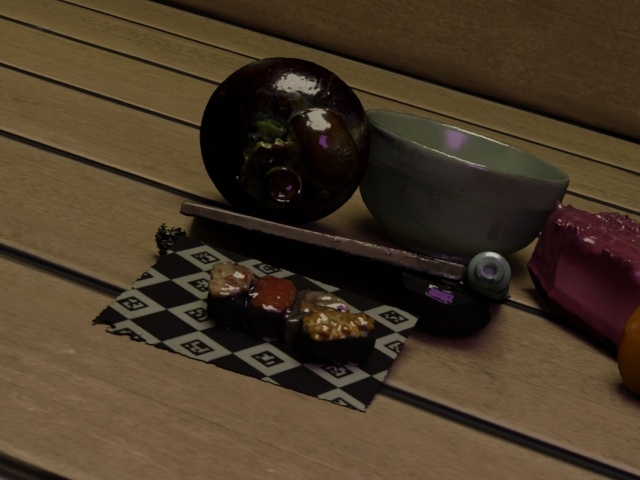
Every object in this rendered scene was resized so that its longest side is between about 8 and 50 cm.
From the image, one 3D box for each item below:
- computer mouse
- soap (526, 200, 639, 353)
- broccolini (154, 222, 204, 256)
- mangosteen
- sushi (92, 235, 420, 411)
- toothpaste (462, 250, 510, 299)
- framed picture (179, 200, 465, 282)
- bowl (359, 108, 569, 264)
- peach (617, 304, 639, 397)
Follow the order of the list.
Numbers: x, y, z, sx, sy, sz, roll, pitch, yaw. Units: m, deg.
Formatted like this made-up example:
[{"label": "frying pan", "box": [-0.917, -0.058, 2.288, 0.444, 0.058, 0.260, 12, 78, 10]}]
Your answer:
[{"label": "computer mouse", "box": [0.144, 0.078, 1.620, 0.099, 0.057, 0.172, 18, 2, 24]}, {"label": "soap", "box": [0.409, 0.063, 1.775, 0.220, 0.127, 0.325, 2, 20, -36]}, {"label": "broccolini", "box": [-0.100, 0.035, 1.579, 0.218, 0.042, 0.044, 24, 18, 27]}, {"label": "mangosteen", "box": [-0.054, -0.120, 1.833, 0.231, 0.231, 0.289, 16, 19, 5]}, {"label": "sushi", "box": [-0.054, 0.059, 1.442, 0.290, 0.050, 0.264, 17, 23, 11]}, {"label": "toothpaste", "box": [0.200, 0.046, 1.682, 0.075, 0.048, 0.297, 21, -3, 7]}, {"label": "framed picture", "box": [0.000, 0.000, 1.717, 0.335, 0.022, 0.247, 13, 0, -1]}, {"label": "bowl", "box": [0.186, -0.068, 1.976, 0.307, 0.163, 0.307, 13, 14, -3]}, {"label": "peach", "box": [0.401, 0.122, 1.550, 0.138, 0.138, 0.138, 13, 15, -4]}]
